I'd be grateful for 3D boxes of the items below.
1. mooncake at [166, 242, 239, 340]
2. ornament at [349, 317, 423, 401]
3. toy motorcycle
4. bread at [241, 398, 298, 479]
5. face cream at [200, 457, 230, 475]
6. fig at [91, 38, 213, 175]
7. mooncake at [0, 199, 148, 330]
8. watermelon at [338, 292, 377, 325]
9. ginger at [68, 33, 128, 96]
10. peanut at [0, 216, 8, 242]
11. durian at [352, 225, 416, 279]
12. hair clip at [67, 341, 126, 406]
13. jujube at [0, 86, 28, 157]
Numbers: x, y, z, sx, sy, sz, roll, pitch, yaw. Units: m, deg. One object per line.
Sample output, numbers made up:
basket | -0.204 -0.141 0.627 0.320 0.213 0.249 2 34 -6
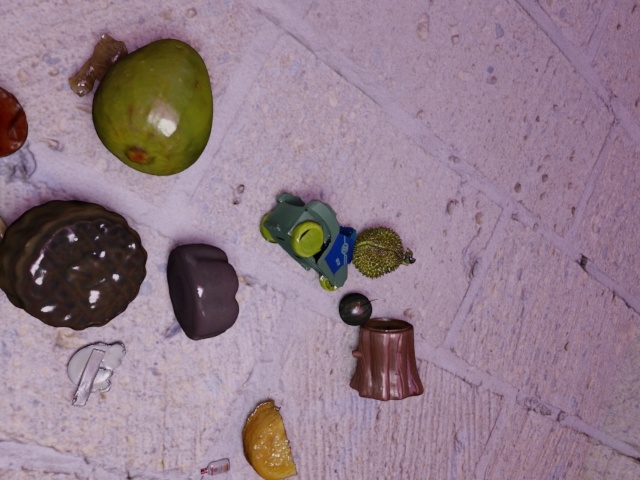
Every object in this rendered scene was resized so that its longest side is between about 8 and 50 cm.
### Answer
mooncake | -0.300 0.128 1.118 0.133 0.245 0.244 -3 98 -34
ornament | 0.217 0.374 1.428 0.235 0.221 0.217 1 94 19
toy motorcycle | 0.000 0.000 1.289 0.199 0.191 0.326 -55 129 -13
bread | -0.154 0.597 1.293 0.140 0.143 0.228 -18 102 -24
face cream | -0.308 0.668 1.294 0.083 0.021 0.040 -4 97 -25
fig | -0.372 -0.320 1.024 0.258 0.258 0.326 19 69 -27
mooncake | -0.538 0.052 0.979 0.290 0.161 0.290 -20 117 -46
watermelon | 0.122 0.213 1.400 0.133 0.105 0.105 -24 107 -3
ginger | -0.509 -0.399 1.043 0.096 0.067 0.165 38 94 -30
peanut | -0.725 -0.055 0.911 0.130 0.130 0.290 -15 130 -24
durian | 0.184 0.033 1.396 0.198 0.146 0.159 -19 89 -29
hair clip | -0.572 0.327 1.108 0.116 0.049 0.172 24 83 -31
jujube | -0.736 -0.250 0.900 0.237 0.168 0.168 5 94 -9
